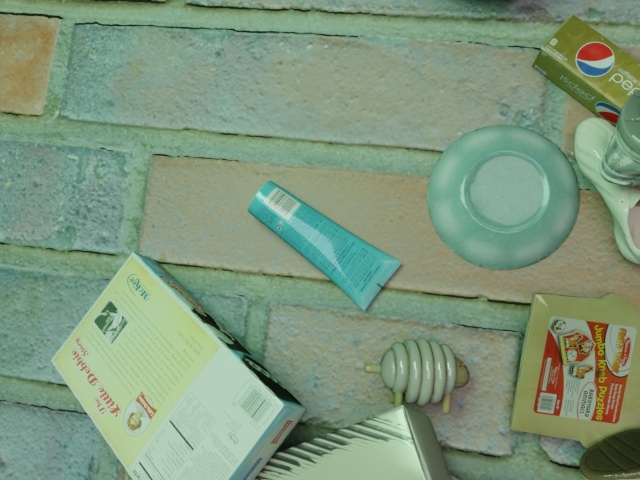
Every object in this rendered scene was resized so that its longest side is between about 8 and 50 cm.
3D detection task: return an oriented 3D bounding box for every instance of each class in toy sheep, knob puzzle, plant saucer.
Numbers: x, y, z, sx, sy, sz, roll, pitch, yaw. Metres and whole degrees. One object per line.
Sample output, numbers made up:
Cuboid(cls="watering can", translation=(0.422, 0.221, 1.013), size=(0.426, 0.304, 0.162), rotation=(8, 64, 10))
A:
Cuboid(cls="toy sheep", translation=(0.119, 0.163, 0.704), size=(0.132, 0.091, 0.091), rotation=(4, 84, -9))
Cuboid(cls="knob puzzle", translation=(0.338, 0.157, 0.698), size=(0.213, 0.030, 0.213), rotation=(0, 95, 0))
Cuboid(cls="plant saucer", translation=(0.236, -0.060, 0.737), size=(0.195, 0.037, 0.194), rotation=(-1, 84, 8))

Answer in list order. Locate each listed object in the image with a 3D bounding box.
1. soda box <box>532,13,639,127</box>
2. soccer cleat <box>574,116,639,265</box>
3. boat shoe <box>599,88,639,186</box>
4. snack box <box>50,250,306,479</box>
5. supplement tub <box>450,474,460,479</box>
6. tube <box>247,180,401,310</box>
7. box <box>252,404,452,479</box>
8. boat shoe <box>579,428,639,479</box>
Cuboid(cls="soda box", translation=(0.363, -0.199, 0.723), size=(0.181, 0.058, 0.061), rotation=(42, 91, 10))
Cuboid(cls="soccer cleat", translation=(0.370, -0.066, 0.697), size=(0.068, 0.076, 0.196), rotation=(-18, 81, 6))
Cuboid(cls="boat shoe", translation=(0.467, -0.118, 0.603), size=(0.321, 0.103, 0.118), rotation=(-10, 63, 2))
Cuboid(cls="snack box", translation=(-0.189, 0.174, 0.704), size=(0.322, 0.060, 0.187), rotation=(37, 89, 33))
Cuboid(cls="supplement tub", translation=(0.132, 0.336, 0.690), size=(0.071, 0.071, 0.107), rotation=(23, 86, 10))
Cuboid(cls="tube", translation=(0.000, 0.000, 0.761), size=(0.207, 0.052, 0.080), rotation=(37, 95, 5))
Cuboid(cls="box", translation=(0.003, 0.286, 0.662), size=(0.275, 0.113, 0.094), rotation=(-26, 59, 14))
Cuboid(cls="boat shoe", translation=(0.400, 0.259, 0.663), size=(0.190, 0.068, 0.072), rotation=(-18, 112, 6))
